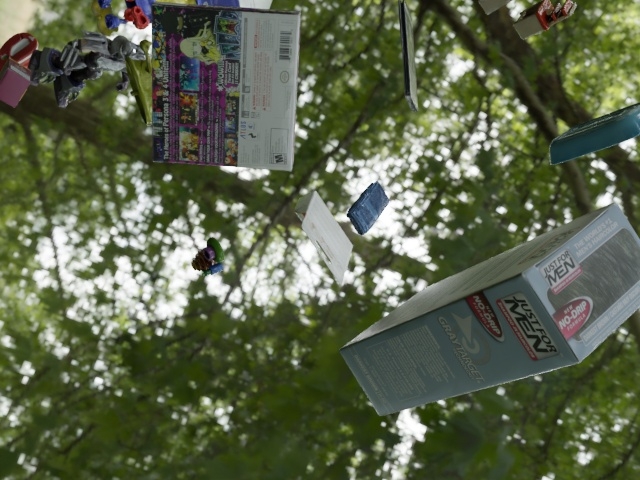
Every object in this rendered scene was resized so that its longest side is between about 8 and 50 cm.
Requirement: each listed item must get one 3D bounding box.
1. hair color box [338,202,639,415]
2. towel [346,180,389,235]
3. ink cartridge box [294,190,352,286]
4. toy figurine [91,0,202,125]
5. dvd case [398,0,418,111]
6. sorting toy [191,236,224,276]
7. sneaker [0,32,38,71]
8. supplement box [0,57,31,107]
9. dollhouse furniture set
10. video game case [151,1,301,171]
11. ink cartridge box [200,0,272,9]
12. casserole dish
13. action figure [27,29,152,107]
[{"bbox_3d":[0.204,0.096,1.072,0.185,0.113,0.374,-31,179,-35],"label":"hair color box"},{"bbox_3d":[0.104,-0.070,1.875,0.029,0.067,0.119,-11,-148,45],"label":"towel"},{"bbox_3d":[0.000,0.000,2.103,0.056,0.181,0.224,-27,-162,22],"label":"ink cartridge box"},{"bbox_3d":[-0.269,-0.413,1.572,0.191,0.217,0.362,0,-68,60],"label":"toy figurine"},{"bbox_3d":[0.199,-0.415,1.983,0.164,0.018,0.221,14,73,-77],"label":"dvd case"},{"bbox_3d":[-0.215,0.038,1.649,0.042,0.061,0.102,-26,170,-31],"label":"sorting toy"},{"bbox_3d":[-0.747,-0.383,2.045,0.221,0.087,0.128,-33,168,-17],"label":"sneaker"},{"bbox_3d":[-0.509,-0.261,1.447,0.055,0.043,0.083,-53,-153,10],"label":"supplement box"},{"bbox_3d":[0.488,-0.631,2.112,0.135,0.259,0.262,-23,-158,41],"label":"dollhouse furniture set"},{"bbox_3d":[-0.138,-0.221,1.270,0.042,0.210,0.232,-86,179,-68],"label":"video game case"},{"bbox_3d":[-0.177,-0.552,1.947,0.324,0.072,0.330,83,21,-69],"label":"ink cartridge box"},{"bbox_3d":[0.430,-0.166,1.342,0.114,0.037,0.188,-32,-171,-38],"label":"casserole dish"},{"bbox_3d":[-0.463,-0.352,1.767,0.285,0.185,0.099,-7,-109,39],"label":"action figure"}]
